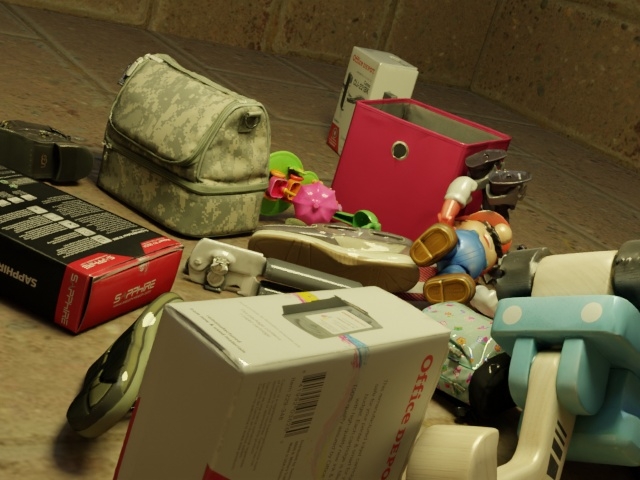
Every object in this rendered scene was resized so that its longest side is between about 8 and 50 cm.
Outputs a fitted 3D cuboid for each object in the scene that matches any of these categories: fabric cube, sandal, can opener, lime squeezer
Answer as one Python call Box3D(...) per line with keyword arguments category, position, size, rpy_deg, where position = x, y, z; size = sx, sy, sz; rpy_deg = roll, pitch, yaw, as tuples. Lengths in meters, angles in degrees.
Box3D(category="fabric cube", position=(0.193, -0.125, 2.110), size=(0.254, 0.258, 0.259), rpy_deg=(26, 20, 25))
Box3D(category="sandal", position=(-0.208, 0.154, 1.193), size=(0.086, 0.120, 0.303), rpy_deg=(43, 17, -11))
Box3D(category="can opener", position=(-0.071, 0.058, 1.621), size=(0.280, 0.074, 0.093), rpy_deg=(16, 17, -2))
Box3D(category="lime squeezer", position=(0.061, -0.019, 1.913), size=(0.110, 0.058, 0.310), rpy_deg=(13, 21, -14))

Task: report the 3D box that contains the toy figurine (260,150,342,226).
Box3D(category="toy figurine", position=(-0.022, -0.076, 1.931), size=(0.173, 0.130, 0.159), rpy_deg=(9, 16, -44))

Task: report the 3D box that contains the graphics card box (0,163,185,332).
Box3D(category="graphics card box", position=(-0.410, -0.004, 1.470), size=(0.371, 0.094, 0.233), rpy_deg=(24, 19, 17))

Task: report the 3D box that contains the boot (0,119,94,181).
Box3D(category="boot", position=(-0.552, -0.173, 1.894), size=(0.263, 0.091, 0.229), rpy_deg=(9, 14, -35))

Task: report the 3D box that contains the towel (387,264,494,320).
Box3D(category="towel", position=(0.206, 0.106, 1.795), size=(0.237, 0.037, 0.329), rpy_deg=(4, 20, -28))

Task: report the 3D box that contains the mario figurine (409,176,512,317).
Box3D(category="mario figurine", position=(0.262, 0.008, 1.759), size=(0.170, 0.198, 0.320), rpy_deg=(17, 15, 16))

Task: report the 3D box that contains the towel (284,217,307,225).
Box3D(category="towel", position=(0.000, 0.000, 1.936), size=(0.148, 0.027, 0.110), rpy_deg=(17, 18, -1))

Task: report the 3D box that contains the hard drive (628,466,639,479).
Box3D(category="hard drive", position=(0.584, 0.326, 1.423), size=(0.339, 0.064, 0.237), rpy_deg=(13, 18, -9))

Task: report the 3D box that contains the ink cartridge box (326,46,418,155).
Box3D(category="ink cartridge box", position=(0.129, -0.338, 2.660), size=(0.114, 0.272, 0.197), rpy_deg=(9, 19, -23))

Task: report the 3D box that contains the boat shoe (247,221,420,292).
Box3D(category="boat shoe", position=(0.024, 0.017, 1.723), size=(0.285, 0.102, 0.092), rpy_deg=(9, 44, -3))

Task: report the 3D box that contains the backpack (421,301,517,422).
Box3D(category="backpack", position=(0.210, 0.167, 1.481), size=(0.152, 0.115, 0.182), rpy_deg=(-4, 24, -42))

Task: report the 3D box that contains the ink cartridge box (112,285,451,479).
Box3D(category="ink cartridge box", position=(-0.034, 0.175, 1.056), size=(0.131, 0.226, 0.306), rpy_deg=(32, 22, 36))

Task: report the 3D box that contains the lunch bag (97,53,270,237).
Box3D(category="lunch bag", position=(-0.239, -0.175, 1.870), size=(0.305, 0.256, 0.213), rpy_deg=(30, 22, 37))

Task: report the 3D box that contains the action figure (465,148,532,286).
Box3D(category="action figure", position=(0.339, -0.036, 1.999), size=(0.099, 0.285, 0.185), rpy_deg=(-14, 47, -6))

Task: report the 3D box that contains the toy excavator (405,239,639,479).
Box3D(category="toy excavator", position=(0.296, 0.200, 1.257), size=(0.222, 0.445, 0.433), rpy_deg=(-6, -33, 40))
